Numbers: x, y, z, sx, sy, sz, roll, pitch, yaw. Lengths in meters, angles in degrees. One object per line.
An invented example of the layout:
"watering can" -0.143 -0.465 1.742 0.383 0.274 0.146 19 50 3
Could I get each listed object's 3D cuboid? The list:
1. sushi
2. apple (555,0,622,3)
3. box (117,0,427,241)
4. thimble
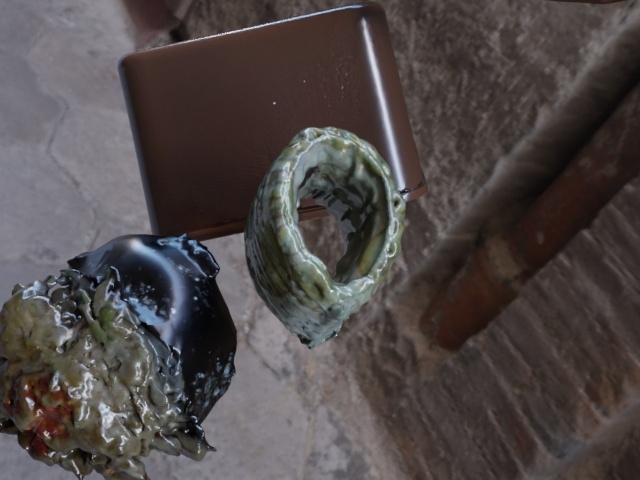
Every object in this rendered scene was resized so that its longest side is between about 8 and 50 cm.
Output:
"sushi" -0.214 0.121 0.896 0.238 0.225 0.218 18 27 29
"apple" 0.248 -0.402 0.851 0.295 0.328 0.365 46 45 -40
"box" -0.057 -0.153 1.098 0.239 0.339 0.229 -78 157 -76
"thimble" 0.000 0.000 0.845 0.137 0.143 0.190 6 71 -15
